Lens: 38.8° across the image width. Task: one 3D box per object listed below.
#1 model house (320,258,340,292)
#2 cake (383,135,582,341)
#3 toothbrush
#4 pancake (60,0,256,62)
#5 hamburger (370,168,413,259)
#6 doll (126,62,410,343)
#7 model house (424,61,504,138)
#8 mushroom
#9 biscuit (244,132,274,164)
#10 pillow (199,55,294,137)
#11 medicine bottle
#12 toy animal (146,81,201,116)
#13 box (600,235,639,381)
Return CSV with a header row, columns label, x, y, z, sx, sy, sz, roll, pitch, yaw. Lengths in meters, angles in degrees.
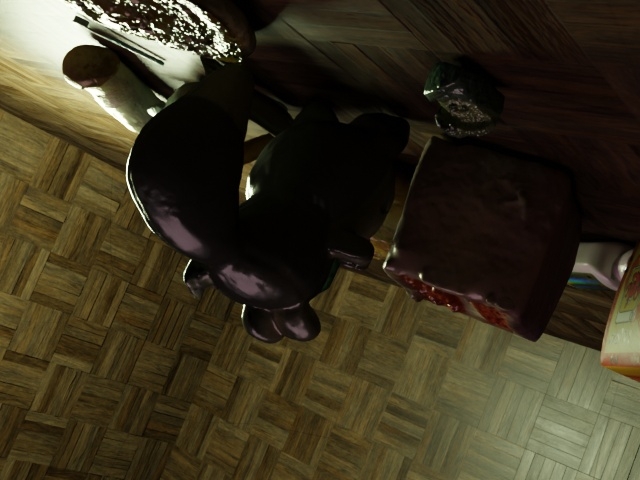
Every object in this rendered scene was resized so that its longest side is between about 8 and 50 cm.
label,x,y,z,sx,sy,sz,roll,pitch,yaw
model house,-0.059,-0.015,2.005,0.230,0.280,0.249,24,168,-2
cake,0.253,0.002,1.373,0.237,0.230,0.309,17,171,22
toothbrush,-0.336,-0.334,1.523,0.167,0.014,0.011,23,173,-26
pancake,-0.242,-0.314,1.149,0.356,0.065,0.356,21,171,4
hamburger,0.066,-0.073,1.651,0.209,0.162,0.330,29,177,-19
doll,-0.040,-0.089,1.237,0.252,0.382,0.378,11,151,29
model house,0.153,-0.162,1.033,0.083,0.066,0.079,28,170,-35
mushroom,-0.371,-0.278,1.762,0.123,0.094,0.351,2,168,20
biscuit,-0.152,-0.150,1.625,0.037,0.262,0.262,66,163,-9
pillow,-0.102,-0.209,1.421,0.218,0.033,0.130,31,-154,-41
medicine bottle,0.488,0.045,1.549,0.115,0.078,0.219,26,173,-14
toy animal,-0.239,-0.233,1.660,0.125,0.127,0.251,-3,-164,-30
box,0.450,0.050,0.916,0.214,0.259,0.283,21,173,3
